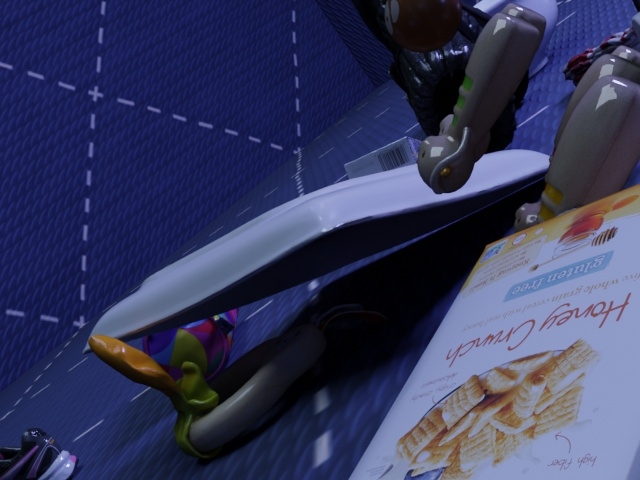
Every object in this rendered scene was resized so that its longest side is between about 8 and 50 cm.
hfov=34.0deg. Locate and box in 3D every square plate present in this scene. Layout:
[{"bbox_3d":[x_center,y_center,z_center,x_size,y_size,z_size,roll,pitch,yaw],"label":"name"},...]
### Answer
[{"bbox_3d":[0.000,0.000,0.954,0.347,0.049,0.344,-26,-7,43],"label":"square plate"}]

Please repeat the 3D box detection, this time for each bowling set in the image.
[{"bbox_3d":[0.123,-0.085,0.747,0.154,0.199,0.287,-66,-12,20],"label":"bowling set"}]

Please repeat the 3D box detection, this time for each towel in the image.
[{"bbox_3d":[0.393,-0.263,1.113,0.237,0.037,0.329,-35,0,-1],"label":"towel"}]

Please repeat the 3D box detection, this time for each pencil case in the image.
[{"bbox_3d":[-0.145,0.096,1.208,0.104,0.104,0.236,-35,7,2],"label":"pencil case"}]

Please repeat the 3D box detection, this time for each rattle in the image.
[{"bbox_3d":[-0.066,0.076,0.880,0.199,0.143,0.130,-40,-7,8],"label":"rattle"}]

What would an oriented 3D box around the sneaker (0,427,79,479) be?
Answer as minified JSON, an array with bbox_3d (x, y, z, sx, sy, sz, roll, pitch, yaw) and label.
[{"bbox_3d":[-0.357,0.269,1.162,0.178,0.077,0.072,-36,7,3],"label":"sneaker"}]

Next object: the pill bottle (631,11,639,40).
[{"bbox_3d":[0.331,-0.177,0.644,0.264,0.146,0.146,-33,9,14],"label":"pill bottle"}]

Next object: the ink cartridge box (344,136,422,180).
[{"bbox_3d":[0.069,-0.068,0.972,0.062,0.029,0.115,-24,-6,17],"label":"ink cartridge box"}]

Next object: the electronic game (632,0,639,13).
[{"bbox_3d":[0.317,-0.230,0.725,0.229,0.229,0.048,-35,33,7],"label":"electronic game"}]

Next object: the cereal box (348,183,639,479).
[{"bbox_3d":[0.095,0.070,0.446,0.173,0.047,0.240,-26,21,49],"label":"cereal box"}]

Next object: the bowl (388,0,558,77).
[{"bbox_3d":[0.264,-0.300,1.647,0.298,0.134,0.298,-36,8,6],"label":"bowl"}]

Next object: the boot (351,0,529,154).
[{"bbox_3d":[0.187,-0.192,1.295,0.131,0.348,0.260,-46,45,20],"label":"boot"}]
